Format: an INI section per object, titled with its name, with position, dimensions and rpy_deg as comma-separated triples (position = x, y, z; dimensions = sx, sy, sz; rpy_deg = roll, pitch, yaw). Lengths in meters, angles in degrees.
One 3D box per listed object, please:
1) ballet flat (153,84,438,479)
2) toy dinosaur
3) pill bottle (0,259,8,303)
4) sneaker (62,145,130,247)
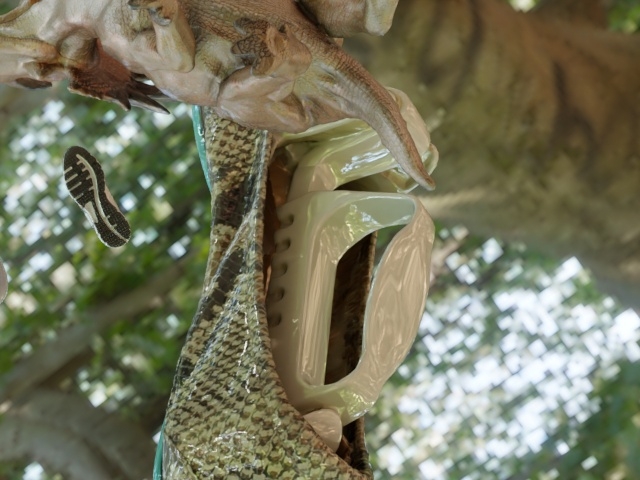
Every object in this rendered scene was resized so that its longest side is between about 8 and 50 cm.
[ballet flat]
position = 0.000, 0.000, 1.194
dimensions = 0.164, 0.182, 0.483
rpy_deg = 41, -145, -33
[toy dinosaur]
position = -0.057, -0.110, 1.003
dimensions = 0.296, 0.200, 0.127
rpy_deg = 27, -116, 4
[pill bottle]
position = -0.332, 0.062, 1.322
dimensions = 0.108, 0.180, 0.108
rpy_deg = 43, -162, -17
[sneaker]
position = -0.223, -0.043, 1.708
dimensions = 0.109, 0.040, 0.044
rpy_deg = 67, 169, -20
